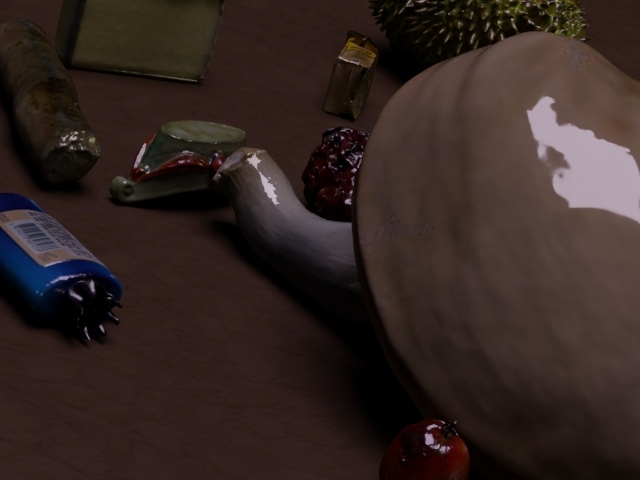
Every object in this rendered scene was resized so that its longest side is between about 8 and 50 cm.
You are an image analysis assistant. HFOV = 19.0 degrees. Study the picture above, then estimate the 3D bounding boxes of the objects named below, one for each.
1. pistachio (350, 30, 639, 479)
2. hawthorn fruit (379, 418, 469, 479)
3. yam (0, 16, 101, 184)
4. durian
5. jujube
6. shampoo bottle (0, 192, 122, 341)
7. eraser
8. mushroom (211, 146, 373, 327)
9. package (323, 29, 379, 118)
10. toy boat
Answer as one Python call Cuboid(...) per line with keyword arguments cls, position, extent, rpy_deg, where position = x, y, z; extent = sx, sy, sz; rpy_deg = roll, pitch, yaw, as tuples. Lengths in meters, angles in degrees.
Cuboid(cls="pistachio", position=(0.213, 0.022, 1.582), extent=(0.365, 0.281, 0.445), rpy_deg=(-16, 65, -15))
Cuboid(cls="hawthorn fruit", position=(0.079, 0.174, 1.456), extent=(0.077, 0.077, 0.077), rpy_deg=(15, 24, -7))
Cuboid(cls="yam", position=(-0.280, -0.144, 1.915), extent=(0.067, 0.071, 0.317), rpy_deg=(47, 5, -33))
Cuboid(cls="durian", position=(0.205, -0.306, 2.408), extent=(0.291, 0.225, 0.291), rpy_deg=(20, 20, -8))
Cuboid(cls="jujube", position=(0.030, -0.043, 1.878), extent=(0.104, 0.104, 0.166), rpy_deg=(13, 36, -10))
Cuboid(cls="shampoo bottle", position=(-0.230, 0.021, 1.606), extent=(0.087, 0.050, 0.183), rpy_deg=(-1, 29, -42))
Cuboid(cls="eraser", position=(-0.201, -0.245, 2.126), extent=(0.172, 0.117, 0.058), rpy_deg=(5, 27, -26))
Cuboid(cls="mushroom", position=(0.000, 0.003, 1.752), extent=(0.099, 0.096, 0.278), rpy_deg=(-12, 34, -44))
Cuboid(cls="package", position=(0.040, -0.195, 2.242), extent=(0.047, 0.071, 0.131), rpy_deg=(13, 22, 5))
Cuboid(cls="toy boat", position=(-0.122, -0.075, 1.866), extent=(0.185, 0.071, 0.089), rpy_deg=(-4, 29, -42))
